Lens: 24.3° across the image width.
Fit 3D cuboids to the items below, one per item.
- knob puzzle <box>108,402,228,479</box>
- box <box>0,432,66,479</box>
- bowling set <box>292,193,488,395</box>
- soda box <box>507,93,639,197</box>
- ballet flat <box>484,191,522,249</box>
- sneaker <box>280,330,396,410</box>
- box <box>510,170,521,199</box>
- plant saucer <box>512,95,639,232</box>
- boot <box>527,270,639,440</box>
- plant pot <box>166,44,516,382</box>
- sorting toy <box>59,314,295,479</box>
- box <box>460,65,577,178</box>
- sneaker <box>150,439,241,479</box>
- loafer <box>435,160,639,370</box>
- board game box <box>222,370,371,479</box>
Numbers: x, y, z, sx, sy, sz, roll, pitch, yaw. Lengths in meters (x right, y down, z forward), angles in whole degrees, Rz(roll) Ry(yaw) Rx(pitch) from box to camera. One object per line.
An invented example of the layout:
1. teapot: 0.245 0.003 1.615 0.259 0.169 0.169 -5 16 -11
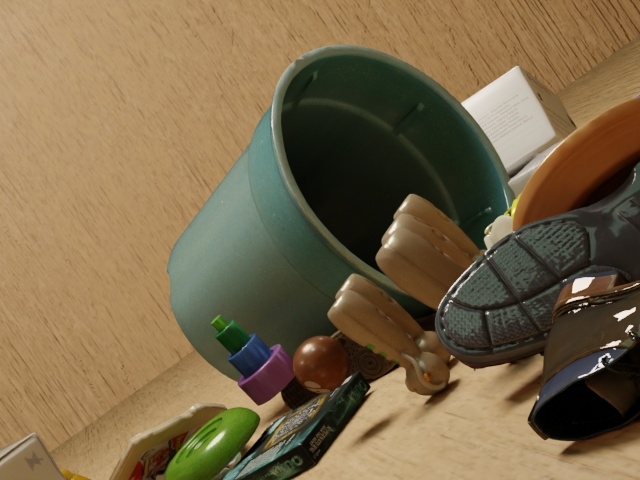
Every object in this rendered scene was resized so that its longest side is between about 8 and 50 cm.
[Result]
1. knob puzzle: -0.177 0.245 1.712 0.213 0.030 0.213 -36 -23 -18
2. box: -0.370 0.315 1.435 0.311 0.148 0.121 -29 4 33
3. bowling set: 0.087 0.084 1.391 0.200 0.154 0.287 -53 0 15
4. soda box: 0.342 -0.100 1.561 0.286 0.098 0.091 -31 5 38
5. ballet flat: 0.205 -0.011 1.499 0.077 0.077 0.231 -24 -9 -5
6. sneaker: 0.033 0.125 1.648 0.188 0.066 0.071 -32 4 34
7. box: 0.172 0.008 1.965 0.324 0.063 0.067 -34 4 18
8. plant saucer: 0.257 -0.037 1.251 0.200 0.037 0.200 -19 -39 -16
9. boot: 0.216 0.066 0.902 0.219 0.082 0.106 -23 33 54
10. plant pot: 0.000 0.000 1.782 0.334 0.341 0.341 -42 -2 42
11. sorting toy: -0.160 0.202 1.542 0.127 0.126 0.365 -34 12 47
12. box: 0.251 -0.123 2.028 0.182 0.119 0.181 -34 -22 18
13. sneaker: -0.142 0.245 1.643 0.098 0.069 0.038 -35 4 -7
14. loafer: 0.235 0.018 1.181 0.302 0.109 0.095 -34 -38 0
15. board game box: -0.029 0.203 1.502 0.126 0.026 0.186 -33 4 26
